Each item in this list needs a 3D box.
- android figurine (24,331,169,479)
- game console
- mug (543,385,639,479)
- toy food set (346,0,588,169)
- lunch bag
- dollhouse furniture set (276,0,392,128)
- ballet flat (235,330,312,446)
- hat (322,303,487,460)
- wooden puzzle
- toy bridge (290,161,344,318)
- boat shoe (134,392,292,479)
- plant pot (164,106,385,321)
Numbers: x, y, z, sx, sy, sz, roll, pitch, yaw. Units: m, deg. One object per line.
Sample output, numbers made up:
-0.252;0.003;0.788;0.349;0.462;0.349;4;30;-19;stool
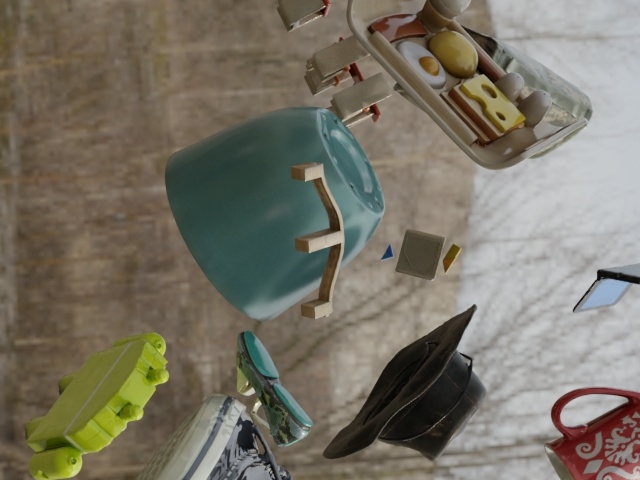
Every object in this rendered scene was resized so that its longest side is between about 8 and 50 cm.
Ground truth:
-0.302;0.219;1.821;0.056;0.273;0.248;47;53;-20;android figurine
0.429;0.072;1.858;0.107;0.122;0.071;12;-78;41;game console
0.386;0.257;1.725;0.150;0.169;0.113;63;-5;-37;mug
0.192;-0.231;1.689;0.092;0.306;0.220;-48;169;34;toy food set
0.308;-0.260;2.341;0.169;0.235;0.287;-64;-154;-5;lunch bag
0.040;-0.320;2.269;0.259;0.135;0.262;64;-4;-1;dollhouse furniture set
-0.082;0.210;1.867;0.188;0.070;0.070;56;-21;35;ballet flat
0.159;0.246;1.981;0.134;0.331;0.331;42;3;-3;hat
0.158;0.023;2.094;0.078;0.116;0.014;-67;156;-3;wooden puzzle
0.000;0.000;1.570;0.026;0.063;0.188;10;-70;43;toy bridge
-0.089;0.271;1.242;0.187;0.156;0.500;-51;167;-16;boat shoe
-0.048;-0.061;1.973;0.293;0.235;0.293;50;22;-28;plant pot
